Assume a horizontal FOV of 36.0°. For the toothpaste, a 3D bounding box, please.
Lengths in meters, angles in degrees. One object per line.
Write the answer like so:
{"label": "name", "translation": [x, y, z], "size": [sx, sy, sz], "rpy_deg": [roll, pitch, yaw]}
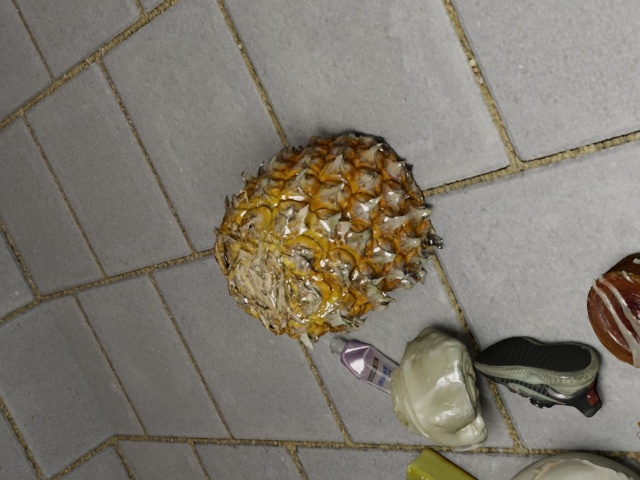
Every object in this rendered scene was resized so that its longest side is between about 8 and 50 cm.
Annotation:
{"label": "toothpaste", "translation": [0.138, 0.270, 1.890], "size": [0.301, 0.048, 0.075], "rpy_deg": [30, 132, 30]}

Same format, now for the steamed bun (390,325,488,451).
{"label": "steamed bun", "translation": [0.190, 0.264, 1.680], "size": [0.218, 0.144, 0.211], "rpy_deg": [-127, 19, -76]}

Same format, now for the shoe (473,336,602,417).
{"label": "shoe", "translation": [0.348, 0.222, 1.566], "size": [0.227, 0.099, 0.112], "rpy_deg": [-3, 121, 50]}

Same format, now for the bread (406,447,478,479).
{"label": "bread", "translation": [0.316, 0.540, 1.845], "size": [0.361, 0.077, 0.138], "rpy_deg": [29, 135, 34]}

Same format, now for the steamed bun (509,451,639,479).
{"label": "steamed bun", "translation": [0.395, 0.488, 1.555], "size": [0.309, 0.309, 0.309], "rpy_deg": [30, 136, 34]}

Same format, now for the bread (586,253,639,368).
{"label": "bread", "translation": [0.450, 0.099, 1.365], "size": [0.160, 0.073, 0.161], "rpy_deg": [30, 136, 34]}

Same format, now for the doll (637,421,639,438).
{"label": "doll", "translation": [0.523, 0.325, 1.408], "size": [0.186, 0.106, 0.134], "rpy_deg": [63, -172, 20]}

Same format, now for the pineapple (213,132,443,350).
{"label": "pineapple", "translation": [-0.001, 0.002, 1.655], "size": [0.352, 0.300, 0.352], "rpy_deg": [28, 138, 28]}
